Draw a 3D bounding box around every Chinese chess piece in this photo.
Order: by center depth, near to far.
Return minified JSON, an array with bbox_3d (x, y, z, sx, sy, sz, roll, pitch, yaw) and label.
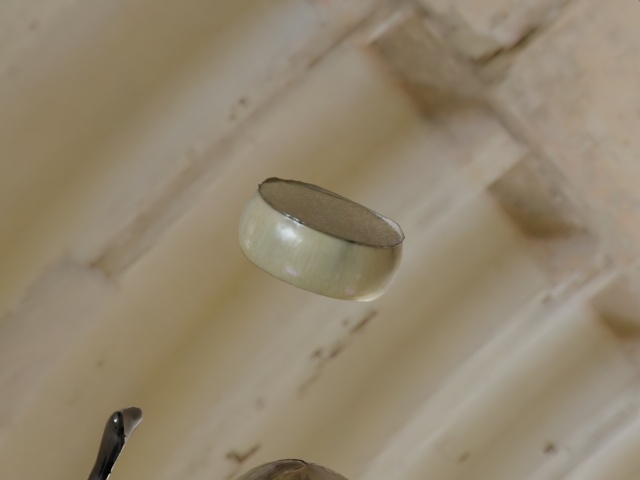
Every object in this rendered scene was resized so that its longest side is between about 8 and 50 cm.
[{"bbox_3d":[0.000,0.000,1.370,0.122,0.051,0.122,20,-164,-6],"label":"Chinese chess piece"}]

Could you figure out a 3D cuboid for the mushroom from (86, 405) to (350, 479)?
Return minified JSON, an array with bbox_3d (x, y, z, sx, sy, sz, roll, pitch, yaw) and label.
[{"bbox_3d":[0.000,0.200,0.735,0.295,0.362,0.362,63,-171,18],"label":"mushroom"}]
